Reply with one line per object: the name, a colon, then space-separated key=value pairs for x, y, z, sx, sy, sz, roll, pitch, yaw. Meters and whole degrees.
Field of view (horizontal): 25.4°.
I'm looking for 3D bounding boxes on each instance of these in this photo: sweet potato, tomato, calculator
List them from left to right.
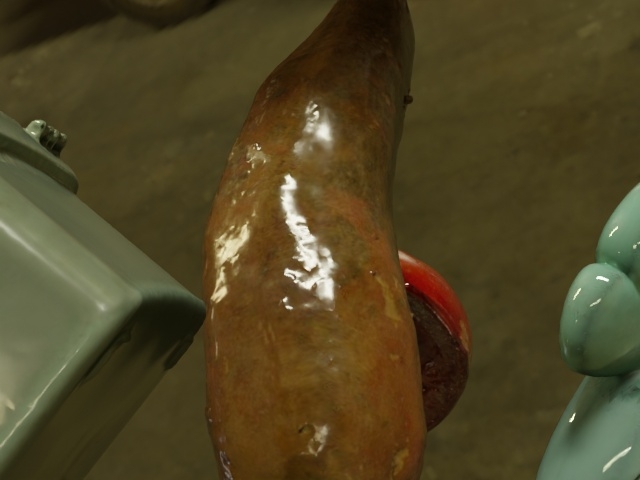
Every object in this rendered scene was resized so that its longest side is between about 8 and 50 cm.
sweet potato: x=-0.001 y=-0.001 z=0.611 sx=0.097 sy=0.097 sz=0.292 roll=-12 pitch=62 yaw=30
tomato: x=0.058 y=0.091 z=1.436 sx=0.233 sy=0.200 sz=0.139 roll=-58 pitch=1 yaw=39
calculator: x=0.162 y=0.086 z=0.558 sx=0.042 sy=0.295 sz=0.184 roll=27 pitch=70 yaw=43

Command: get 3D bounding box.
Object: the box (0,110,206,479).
box: x=-0.126 y=0.028 z=0.468 sx=0.148 sy=0.129 sz=0.210 roll=-52 pitch=-4 yaw=-2
